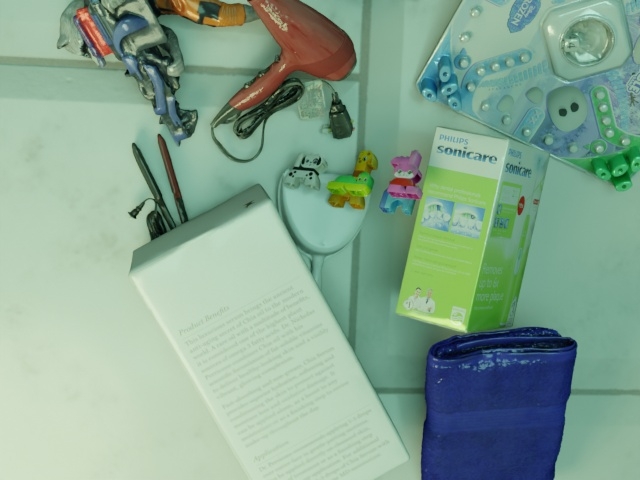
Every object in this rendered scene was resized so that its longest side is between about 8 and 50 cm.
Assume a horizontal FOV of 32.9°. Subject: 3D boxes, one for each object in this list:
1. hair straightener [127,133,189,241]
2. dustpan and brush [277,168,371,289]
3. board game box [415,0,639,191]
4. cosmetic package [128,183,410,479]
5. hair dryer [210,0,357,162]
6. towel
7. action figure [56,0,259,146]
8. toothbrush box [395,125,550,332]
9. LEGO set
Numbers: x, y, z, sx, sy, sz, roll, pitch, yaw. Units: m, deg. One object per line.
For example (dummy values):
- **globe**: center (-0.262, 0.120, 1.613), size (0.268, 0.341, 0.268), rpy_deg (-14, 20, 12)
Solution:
- **hair straightener**: center (-0.248, -0.042, 1.657), size (0.089, 0.047, 0.230), rpy_deg (-18, 103, -5)
- **dustpan and brush**: center (0.000, 0.000, 1.691), size (0.147, 0.060, 0.211), rpy_deg (4, 89, -11)
- **board game box**: center (0.401, -0.298, 1.624), size (0.390, 0.050, 0.390), rpy_deg (24, 120, -10)
- **cosmetic package**: center (-0.075, 0.171, 1.618), size (0.230, 0.161, 0.453), rpy_deg (-28, 104, -1)
- **hair dryer**: center (-0.055, -0.240, 1.575), size (0.224, 0.080, 0.293), rpy_deg (-14, 129, -11)
- **towel**: center (0.270, 0.269, 1.691), size (0.228, 0.076, 0.308), rpy_deg (-3, 125, -3)
- **action figure**: center (-0.223, -0.326, 1.599), size (0.330, 0.178, 0.341), rpy_deg (-16, 128, 0)
- **toothbrush box**: center (0.233, -0.014, 1.628), size (0.122, 0.206, 0.283), rpy_deg (13, 94, 28)
- **LEGO set**: center (0.070, -0.100, 1.617), size (0.227, 0.087, 0.093), rpy_deg (7, 69, 31)
